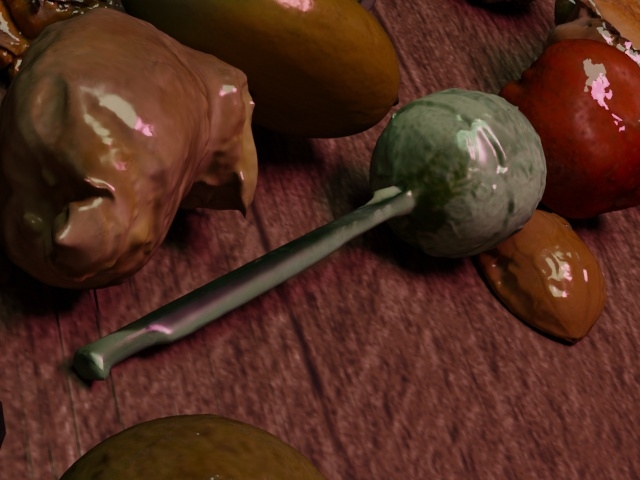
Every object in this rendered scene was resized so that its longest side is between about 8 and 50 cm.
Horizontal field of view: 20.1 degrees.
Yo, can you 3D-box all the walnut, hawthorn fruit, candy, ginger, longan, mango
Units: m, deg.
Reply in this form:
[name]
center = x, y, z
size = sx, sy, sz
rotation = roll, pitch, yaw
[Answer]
[walnut]
center = 0.165, 0.016, 1.301
size = 0.091, 0.052, 0.121
rotation = 3, 39, -35
[hawthorn fruit]
center = 0.204, -0.083, 1.407
size = 0.138, 0.133, 0.133
rotation = 52, 35, 14
[candy]
center = 0.000, 0.000, 1.151
size = 0.119, 0.119, 0.440
rotation = 43, 41, 18
[ginger]
center = -0.120, -0.061, 1.064
size = 0.152, 0.138, 0.267
rotation = 28, 28, 11
[longan]
center = -0.050, 0.156, 0.803
size = 0.155, 0.145, 0.176
rotation = -3, 18, -18
[mango]
center = -0.032, -0.134, 1.208
size = 0.137, 0.091, 0.237
rotation = 0, -15, 27

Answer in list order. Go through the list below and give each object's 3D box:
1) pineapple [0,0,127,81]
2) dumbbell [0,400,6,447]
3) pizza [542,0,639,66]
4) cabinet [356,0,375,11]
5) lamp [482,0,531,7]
[pineapple]
center = -0.180, -0.174, 1.241
size = 0.225, 0.076, 0.225
rotation = 22, 31, -14
[dumbbell]
center = -0.177, 0.108, 0.870
size = 0.036, 0.040, 0.083
rotation = 55, 22, -26
[pizza]
center = 0.344, -0.114, 1.589
size = 0.392, 0.080, 0.435
rotation = 13, 31, -48
[cabinet]
center = -0.057, -0.255, 1.397
size = 0.206, 0.145, 0.150
rotation = 18, 33, -22
[lamp]
center = 0.148, -0.342, 1.694
size = 0.177, 0.177, 0.274
rotation = -11, 51, -49
